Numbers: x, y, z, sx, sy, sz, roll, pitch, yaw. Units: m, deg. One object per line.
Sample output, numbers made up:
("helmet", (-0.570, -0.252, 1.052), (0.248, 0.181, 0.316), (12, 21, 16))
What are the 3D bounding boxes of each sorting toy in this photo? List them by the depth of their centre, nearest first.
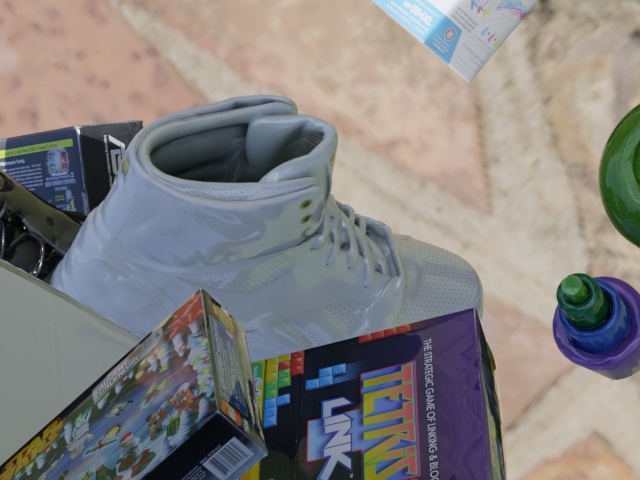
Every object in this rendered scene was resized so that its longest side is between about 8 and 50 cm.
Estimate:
("sorting toy", (0.245, -0.087, 1.255), (0.127, 0.366, 0.126), (24, 170, 29))

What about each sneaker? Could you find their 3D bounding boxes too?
("sneaker", (0.000, 0.000, 1.150), (0.169, 0.292, 0.108), (-58, 39, 43))
("sneaker", (-0.217, 0.005, 1.257), (0.286, 0.109, 0.130), (32, -179, -8))

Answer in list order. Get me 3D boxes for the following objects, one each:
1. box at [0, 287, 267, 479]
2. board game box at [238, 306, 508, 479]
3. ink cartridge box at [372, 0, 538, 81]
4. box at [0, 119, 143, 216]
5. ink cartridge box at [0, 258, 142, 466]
("box", (-0.081, 0.088, 0.682), (0.137, 0.094, 0.027), (-42, 113, 11))
("board game box", (0.028, 0.121, 1.020), (0.141, 0.170, 0.048), (-16, 126, 12))
("ink cartridge box", (0.122, -0.223, 1.552), (0.090, 0.143, 0.092), (45, -172, 35))
("box", (-0.219, 0.025, 1.473), (0.270, 0.060, 0.216), (-5, 92, 52))
("ink cartridge box", (-0.264, 0.205, 0.913), (0.384, 0.279, 0.160), (-27, 144, 23))
